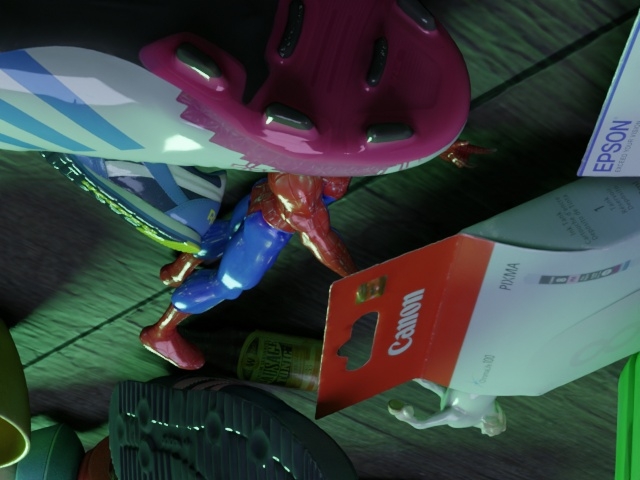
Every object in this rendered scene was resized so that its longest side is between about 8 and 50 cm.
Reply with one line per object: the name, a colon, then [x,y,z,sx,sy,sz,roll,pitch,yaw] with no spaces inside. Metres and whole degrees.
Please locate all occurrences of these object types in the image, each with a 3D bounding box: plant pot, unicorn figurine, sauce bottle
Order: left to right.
plant pot: [-0.276,0.102,0.960,0.134,0.095,0.134,3,147,2]
sauce bottle: [-0.050,0.087,0.968,0.128,0.042,0.042,8,147,-11]
unicorn figurine: [0.108,0.109,0.972,0.111,0.060,0.162,15,146,-17]

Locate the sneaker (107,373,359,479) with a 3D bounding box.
sneaker: [-0.039,0.150,0.936,0.131,0.112,0.319,0,-174,-32]

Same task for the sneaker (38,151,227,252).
sneaker: [-0.117,-0.052,0.753,0.144,0.059,0.053,38,168,-20]

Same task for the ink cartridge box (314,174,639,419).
ink cartridge box: [0.116,0.047,0.789,0.232,0.066,0.189,-26,153,-18]

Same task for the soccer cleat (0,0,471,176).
soccer cleat: [-0.094,-0.094,0.647,0.331,0.116,0.143,11,163,-8]

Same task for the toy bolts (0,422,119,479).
toy bolts: [-0.244,0.270,1.147,0.158,0.218,0.229,9,129,2]

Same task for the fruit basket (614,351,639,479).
fruit basket: [0.388,0.181,0.889,0.392,0.283,0.392,9,139,7]

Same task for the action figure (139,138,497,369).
action figure: [0.000,0.000,0.786,0.139,0.091,0.280,21,145,-14]

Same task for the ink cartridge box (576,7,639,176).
ink cartridge box: [0.252,-0.099,0.649,0.208,0.045,0.206,3,148,-2]
